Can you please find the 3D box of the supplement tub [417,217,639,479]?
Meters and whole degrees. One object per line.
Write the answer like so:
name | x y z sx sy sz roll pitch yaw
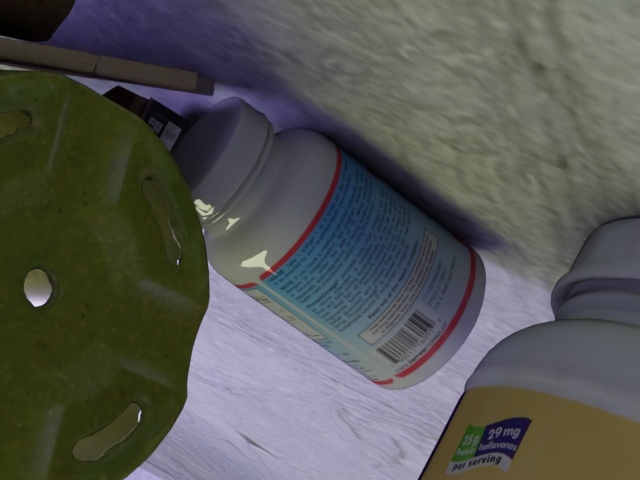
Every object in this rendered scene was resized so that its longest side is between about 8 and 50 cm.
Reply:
supplement tub | 0.134 0.183 0.740 0.241 0.331 0.241 27 164 8

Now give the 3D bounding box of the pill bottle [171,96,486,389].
pill bottle | 0.000 0.000 0.862 0.160 0.087 0.087 37 163 -24

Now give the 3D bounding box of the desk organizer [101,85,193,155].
desk organizer | -0.092 -0.047 0.901 0.050 0.047 0.130 27 179 20

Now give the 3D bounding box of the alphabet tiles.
alphabet tiles | -0.232 -0.100 0.807 0.342 0.011 0.285 5 -175 -44

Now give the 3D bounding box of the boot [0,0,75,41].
boot | -0.247 -0.149 0.814 0.305 0.112 0.115 18 172 29

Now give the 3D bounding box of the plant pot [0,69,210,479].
plant pot | -0.198 0.026 0.785 0.254 0.276 0.276 -3 147 42
